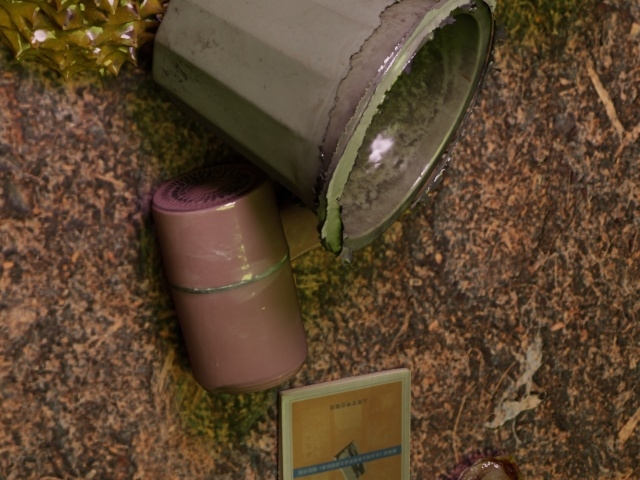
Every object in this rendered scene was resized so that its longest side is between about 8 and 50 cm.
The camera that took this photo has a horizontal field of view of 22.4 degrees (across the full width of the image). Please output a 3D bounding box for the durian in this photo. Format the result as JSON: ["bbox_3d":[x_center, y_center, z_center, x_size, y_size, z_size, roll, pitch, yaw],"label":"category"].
[{"bbox_3d":[-0.226,-0.244,1.506,0.305,0.185,0.196,8,121,-38],"label":"durian"}]

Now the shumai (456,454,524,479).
[{"bbox_3d":[0.196,0.307,1.870,0.139,0.123,0.105,-8,95,-14],"label":"shumai"}]

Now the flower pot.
[{"bbox_3d":[-0.002,-0.162,1.524,0.290,0.259,0.290,-47,158,-26],"label":"flower pot"}]

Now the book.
[{"bbox_3d":[0.028,0.271,1.818,0.170,0.018,0.242,-9,106,-28],"label":"book"}]

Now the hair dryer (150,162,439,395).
[{"bbox_3d":[0.000,0.000,1.688,0.352,0.125,0.210,-25,114,-30],"label":"hair dryer"}]
